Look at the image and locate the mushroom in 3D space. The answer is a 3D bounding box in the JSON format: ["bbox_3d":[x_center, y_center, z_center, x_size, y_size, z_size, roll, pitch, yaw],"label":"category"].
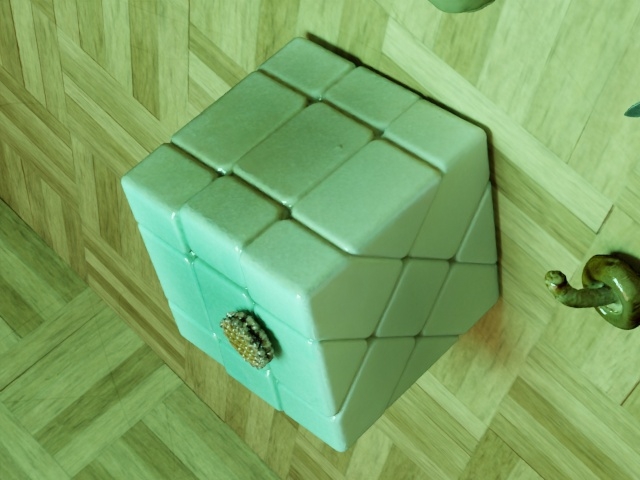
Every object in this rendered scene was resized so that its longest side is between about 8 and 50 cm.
[{"bbox_3d":[0.307,0.049,1.460,0.129,0.073,0.088,23,-177,-24],"label":"mushroom"}]

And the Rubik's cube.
[{"bbox_3d":[0.000,0.000,1.636,0.316,0.319,0.322,32,152,34],"label":"Rubik's cube"}]

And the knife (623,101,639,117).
[{"bbox_3d":[0.333,-0.132,1.237,0.023,0.010,0.170,54,158,-10],"label":"knife"}]

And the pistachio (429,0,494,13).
[{"bbox_3d":[0.128,-0.302,1.227,0.206,0.131,0.130,78,-171,-55],"label":"pistachio"}]

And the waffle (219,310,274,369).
[{"bbox_3d":[-0.084,0.112,1.520,0.075,0.029,0.083,50,159,3],"label":"waffle"}]
